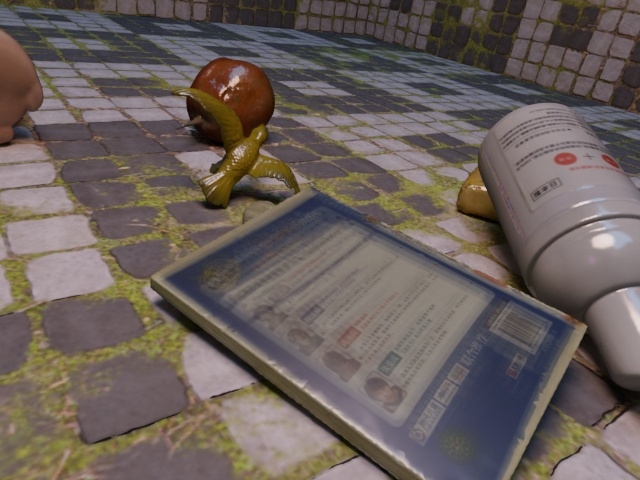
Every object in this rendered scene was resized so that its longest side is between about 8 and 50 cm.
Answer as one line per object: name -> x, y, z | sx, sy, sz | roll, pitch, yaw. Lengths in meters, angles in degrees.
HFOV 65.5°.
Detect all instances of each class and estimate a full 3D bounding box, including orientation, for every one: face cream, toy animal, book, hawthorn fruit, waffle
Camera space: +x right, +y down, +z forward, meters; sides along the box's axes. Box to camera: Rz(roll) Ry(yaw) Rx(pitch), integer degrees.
face cream -> 0.279, 0.006, 0.529 | 0.146, 0.145, 0.369 | 7, 44, -5
toy animal -> -0.115, -0.118, 0.678 | 0.219, 0.095, 0.155 | 43, 20, -19
book -> 0.041, 0.058, 0.442 | 0.323, 0.018, 0.228 | 29, 43, 28
toy animal -> -0.523, -0.239, 0.687 | 0.230, 0.210, 0.221 | 35, 1, -42
hawthorn fruit -> -0.171, -0.230, 0.866 | 0.189, 0.149, 0.149 | -41, 47, -11
waffle -> 0.358, -0.067, 0.787 | 0.248, 0.055, 0.221 | 20, 30, 20

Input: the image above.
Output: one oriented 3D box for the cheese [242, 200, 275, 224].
cheese -> 0.000, 0.000, 0.563 | 0.194, 0.043, 0.065 | 21, 33, 22
